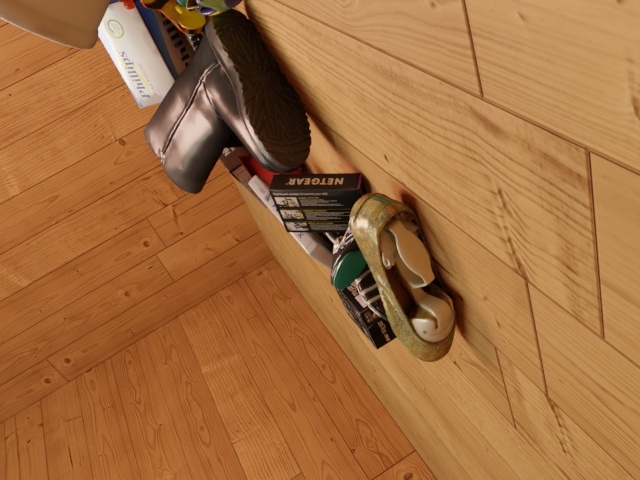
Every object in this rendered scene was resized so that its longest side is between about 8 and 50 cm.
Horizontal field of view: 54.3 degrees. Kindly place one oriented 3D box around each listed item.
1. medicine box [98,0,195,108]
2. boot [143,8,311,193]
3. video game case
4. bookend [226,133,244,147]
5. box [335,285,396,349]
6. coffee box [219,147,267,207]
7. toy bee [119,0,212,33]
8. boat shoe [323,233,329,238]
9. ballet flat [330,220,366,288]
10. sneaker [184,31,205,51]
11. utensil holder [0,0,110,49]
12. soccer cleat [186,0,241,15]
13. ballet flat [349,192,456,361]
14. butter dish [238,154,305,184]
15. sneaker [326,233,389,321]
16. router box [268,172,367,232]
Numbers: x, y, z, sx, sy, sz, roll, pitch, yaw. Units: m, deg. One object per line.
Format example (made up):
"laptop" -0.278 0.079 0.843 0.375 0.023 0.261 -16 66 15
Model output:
"medicine box" -0.409 -0.529 1.581 0.289 0.149 0.264 -73 -33 -47
"boot" -0.227 -0.221 1.387 0.445 0.146 0.367 -37 71 47
"video game case" 0.000 0.000 1.492 0.329 0.036 0.300 35 -171 -48
"bookend" -0.160 -0.311 1.557 0.072 0.156 0.157 66 -147 -41
"box" 0.121 0.181 1.691 0.180 0.077 0.147 47 165 55
"coffee box" -0.203 -0.233 1.805 0.168 0.118 0.297 56 -177 23
"toy bee" -0.323 -0.505 1.243 0.195 0.162 0.298 45 175 41
"boat shoe" 0.028 -0.043 1.476 0.075 0.065 0.206 38 -175 -29
"ballet flat" 0.066 0.000 1.179 0.074 0.074 0.203 53 132 34
"sneaker" -0.325 -0.582 1.444 0.147 0.129 0.330 51 169 29
"utensil holder" -0.506 -0.616 1.173 0.327 0.386 0.328 30 -165 -9
"soccer cleat" -0.196 -0.457 1.130 0.093 0.121 0.289 61 177 -22
"ballet flat" 0.159 0.078 1.037 0.349 0.123 0.123 62 171 -21
"butter dish" -0.102 -0.191 1.600 0.160 0.118 0.160 1 -135 -49
"sneaker" 0.115 0.057 1.302 0.281 0.106 0.162 61 -176 25
"router box" 0.003 -0.071 1.217 0.133 0.178 0.046 69 -152 -50
